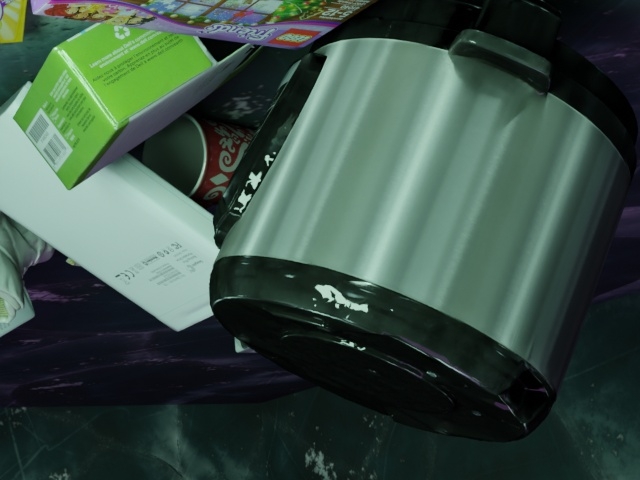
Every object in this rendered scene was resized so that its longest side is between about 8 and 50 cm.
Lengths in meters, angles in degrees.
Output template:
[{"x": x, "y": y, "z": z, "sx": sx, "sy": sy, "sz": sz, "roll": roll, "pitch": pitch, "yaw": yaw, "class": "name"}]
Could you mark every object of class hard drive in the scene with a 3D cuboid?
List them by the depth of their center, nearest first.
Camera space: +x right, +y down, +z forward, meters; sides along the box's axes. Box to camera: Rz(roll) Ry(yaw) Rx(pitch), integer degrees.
[{"x": -0.249, "y": -0.028, "z": 1.563, "sx": 0.353, "sy": 0.047, "sz": 0.233, "roll": 37, "pitch": 147, "yaw": -20, "class": "hard drive"}]

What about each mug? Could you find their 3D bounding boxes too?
[{"x": -0.124, "y": -0.077, "z": 1.636, "sx": 0.113, "sy": 0.150, "sz": 0.169, "roll": 30, "pitch": -162, "yaw": 38, "class": "mug"}]

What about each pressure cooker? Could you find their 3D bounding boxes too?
[{"x": 0.119, "y": -0.047, "z": 1.354, "sx": 0.370, "sy": 0.420, "sz": 0.375, "roll": 7, "pitch": 157, "yaw": 46, "class": "pressure cooker"}]

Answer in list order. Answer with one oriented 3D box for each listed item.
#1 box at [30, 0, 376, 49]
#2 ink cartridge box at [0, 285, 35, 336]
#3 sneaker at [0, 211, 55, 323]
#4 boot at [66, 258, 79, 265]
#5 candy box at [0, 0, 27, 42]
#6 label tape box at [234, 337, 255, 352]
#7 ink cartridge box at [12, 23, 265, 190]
[{"x": -0.071, "y": -0.238, "z": 1.128, "sx": 0.293, "sy": 0.057, "sz": 0.201, "roll": 0, "pitch": 163, "yaw": -41, "class": "box"}, {"x": -0.693, "y": 0.185, "z": 2.135, "sx": 0.308, "sy": 0.091, "sz": 0.385, "roll": -15, "pitch": -169, "yaw": 43, "class": "ink cartridge box"}, {"x": -0.449, "y": 0.040, "z": 1.869, "sx": 0.108, "sy": 0.169, "sz": 0.292, "roll": -12, "pitch": 167, "yaw": 11, "class": "sneaker"}, {"x": -0.333, "y": -0.012, "z": 1.910, "sx": 0.165, "sy": 0.077, "sz": 0.213, "roll": -17, "pitch": 166, "yaw": 42, "class": "boot"}, {"x": -0.310, "y": -0.224, "z": 1.176, "sx": 0.105, "sy": 0.027, "sz": 0.206, "roll": -7, "pitch": 167, "yaw": -16, "class": "candy box"}, {"x": 0.000, "y": 0.000, "z": 1.780, "sx": 0.106, "sy": 0.240, "sz": 0.334, "roll": 5, "pitch": 161, "yaw": -33, "class": "label tape box"}, {"x": -0.160, "y": -0.177, "z": 1.330, "sx": 0.255, "sy": 0.097, "sz": 0.189, "roll": -38, "pitch": -178, "yaw": -30, "class": "ink cartridge box"}]
